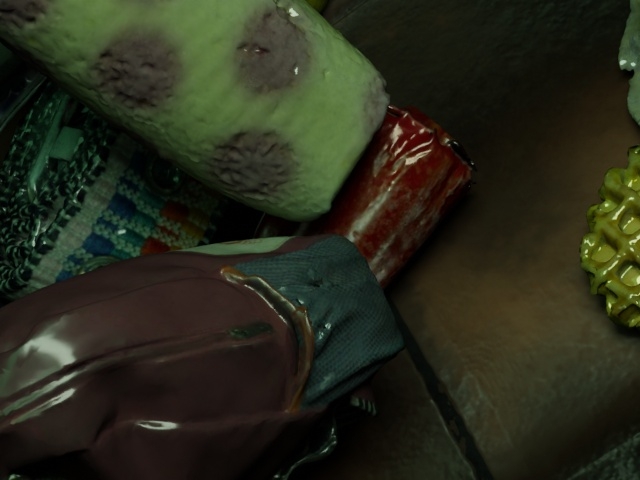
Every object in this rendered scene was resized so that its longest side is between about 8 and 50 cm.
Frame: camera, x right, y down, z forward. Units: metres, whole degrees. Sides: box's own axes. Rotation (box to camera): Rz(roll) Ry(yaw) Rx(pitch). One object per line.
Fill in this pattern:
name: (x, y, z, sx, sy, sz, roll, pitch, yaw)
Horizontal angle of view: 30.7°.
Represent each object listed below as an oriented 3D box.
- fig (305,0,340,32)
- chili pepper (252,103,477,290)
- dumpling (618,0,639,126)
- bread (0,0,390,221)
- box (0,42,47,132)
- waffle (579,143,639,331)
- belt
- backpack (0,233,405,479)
fig: (-0.028, -0.227, 1.093, 0.084, 0.082, 0.098, -7, 71, -15)
chili pepper: (0.000, 0.000, 0.925, 0.144, 0.136, 0.252, 37, 93, 9)
dumpling: (0.317, -0.234, 0.894, 0.332, 0.086, 0.166, -47, 54, -8)
bread: (-0.121, -0.159, 0.818, 0.155, 0.338, 0.187, -53, 27, 6)
box: (-0.314, -0.241, 1.152, 0.190, 0.112, 0.369, -44, 30, 21)
waffle: (0.271, 0.003, 0.800, 0.194, 0.051, 0.149, 9, 69, 33)
belt: (-0.170, -0.039, 1.002, 0.207, 0.160, 0.295, -14, 52, 44)
backpack: (-0.124, 0.116, 0.758, 0.283, 0.317, 0.197, -36, 78, 32)
